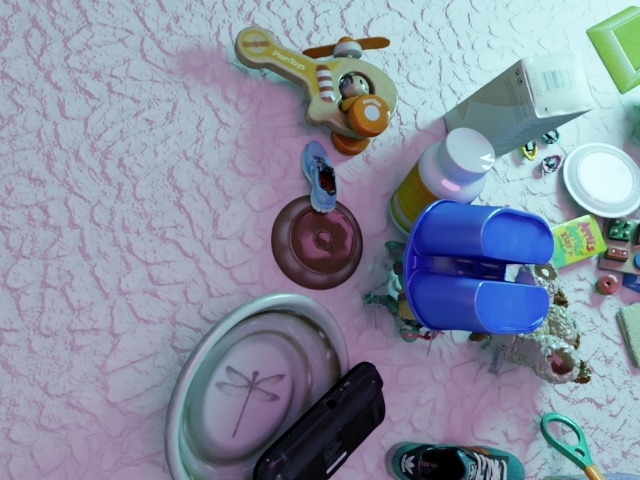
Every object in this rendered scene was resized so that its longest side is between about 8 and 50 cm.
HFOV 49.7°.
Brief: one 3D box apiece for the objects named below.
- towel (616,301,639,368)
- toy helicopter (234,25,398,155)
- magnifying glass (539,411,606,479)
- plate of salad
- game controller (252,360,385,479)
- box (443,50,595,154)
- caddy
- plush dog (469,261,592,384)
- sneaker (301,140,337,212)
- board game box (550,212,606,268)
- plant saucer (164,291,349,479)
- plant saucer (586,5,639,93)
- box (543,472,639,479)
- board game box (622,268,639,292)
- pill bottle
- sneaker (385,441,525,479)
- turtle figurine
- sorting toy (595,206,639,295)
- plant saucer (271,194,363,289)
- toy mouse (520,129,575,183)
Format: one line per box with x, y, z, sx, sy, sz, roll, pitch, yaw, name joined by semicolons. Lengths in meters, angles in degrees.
0.756;0.217;1.615;0.110;0.027;0.148;-13;85;-19;towel
-0.001;-0.347;1.408;0.355;0.140;0.235;24;72;-11;toy helicopter
0.537;0.447;1.421;0.092;0.026;0.231;-1;38;-24;magnifying glass
0.664;-0.141;1.630;0.199;0.048;0.200;2;67;-5;plate of salad
0.008;0.365;1.267;0.067;0.167;0.319;28;51;34;game controller
0.398;-0.266;1.430;0.147;0.311;0.121;-12;85;-21;box
0.286;0.051;1.278;0.341;0.179;0.241;8;86;-46;caddy
0.463;0.196;1.456;0.225;0.210;0.263;16;57;-34;plush dog
0.008;-0.139;1.391;0.063;0.073;0.162;-3;60;-21;sneaker
0.557;0.007;1.577;0.181;0.043;0.092;-17;86;-20;board game box
-0.118;0.278;1.222;0.400;0.100;0.401;-13;109;-42;plant saucer
0.792;-0.493;1.746;0.188;0.045;0.188;-30;91;-21;plant saucer
0.593;0.620;1.440;0.213;0.117;0.243;4;80;-18;box
0.836;0.067;1.658;0.210;0.047;0.160;22;74;-13;board game box
0.242;-0.111;1.372;0.136;0.246;0.136;8;61;-14;pill bottle
0.287;0.459;1.363;0.302;0.121;0.108;9;78;-17;sneaker
0.178;0.117;1.397;0.175;0.118;0.234;-1;75;23;turtle figurine
0.728;0.000;1.602;0.132;0.046;0.275;11;73;15;sorting toy
0.000;0.000;1.397;0.198;0.036;0.199;3;80;-19;plant saucer
0.527;-0.213;1.614;0.143;0.031;0.161;-11;84;-20;toy mouse
